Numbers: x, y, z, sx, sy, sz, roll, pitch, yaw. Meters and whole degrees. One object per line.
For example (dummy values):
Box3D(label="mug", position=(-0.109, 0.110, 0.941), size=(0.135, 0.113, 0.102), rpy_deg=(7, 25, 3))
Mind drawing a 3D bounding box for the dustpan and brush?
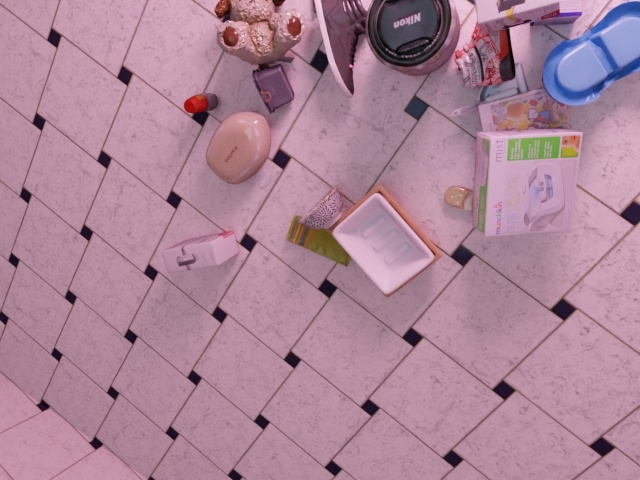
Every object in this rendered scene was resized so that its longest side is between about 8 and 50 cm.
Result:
Box3D(label="dustpan and brush", position=(0.468, -0.386, 1.316), size=(0.211, 0.060, 0.148), rpy_deg=(-17, 98, 22))

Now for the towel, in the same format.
Box3D(label="towel", position=(0.000, 0.000, 1.613), size=(0.237, 0.021, 0.102), rpy_deg=(24, 112, 12))

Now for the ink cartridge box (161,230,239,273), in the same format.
Box3D(label="ink cartridge box", position=(-0.428, 0.041, 1.700), size=(0.217, 0.158, 0.092), rpy_deg=(-8, 103, 22))

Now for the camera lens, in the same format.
Box3D(label="camera lens", position=(0.246, -0.547, 1.233), size=(0.219, 0.274, 0.220), rpy_deg=(5, 106, 18))

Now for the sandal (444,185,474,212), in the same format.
Box3D(label="sandal", position=(0.479, -0.103, 1.381), size=(0.239, 0.079, 0.088), rpy_deg=(14, 109, 16))

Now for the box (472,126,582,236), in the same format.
Box3D(label="box", position=(0.534, -0.157, 1.258), size=(0.230, 0.127, 0.262), rpy_deg=(-2, 108, 0))

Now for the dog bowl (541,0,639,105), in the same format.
Box3D(label="dog bowl", position=(0.692, -0.454, 1.182), size=(0.297, 0.074, 0.166), rpy_deg=(-32, 91, 11))

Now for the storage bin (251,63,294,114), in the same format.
Box3D(label="storage bin", position=(-0.143, -0.476, 1.477), size=(0.090, 0.098, 0.135), rpy_deg=(-19, 126, 14))

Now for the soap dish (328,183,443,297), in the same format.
Box3D(label="soap dish", position=(0.202, 0.000, 1.487), size=(0.229, 0.118, 0.291), rpy_deg=(-42, 88, 24))

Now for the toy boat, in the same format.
Box3D(label="toy boat", position=(-0.303, -0.361, 1.568), size=(0.318, 0.148, 0.267), rpy_deg=(47, 119, -6))

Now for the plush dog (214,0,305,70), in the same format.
Box3D(label="plush dog", position=(-0.192, -0.656, 1.437), size=(0.262, 0.210, 0.226), rpy_deg=(-13, 86, -6))

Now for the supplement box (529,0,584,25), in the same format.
Box3D(label="supplement box", position=(0.590, -0.658, 1.170), size=(0.113, 0.111, 0.220), rpy_deg=(4, 107, 18))

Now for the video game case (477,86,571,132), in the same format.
Box3D(label="video game case", position=(0.560, -0.296, 1.294), size=(0.226, 0.026, 0.207), rpy_deg=(-13, 107, 11))

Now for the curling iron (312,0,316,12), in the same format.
Box3D(label="curling iron", position=(0.000, -0.811, 1.378), size=(0.068, 0.035, 0.274), rpy_deg=(14, 109, 16))

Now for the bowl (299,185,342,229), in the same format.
Box3D(label="bowl", position=(0.017, -0.088, 1.508), size=(0.080, 0.170, 0.170), rpy_deg=(46, 114, -7))

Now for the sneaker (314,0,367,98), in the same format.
Box3D(label="sneaker", position=(0.090, -0.574, 1.377), size=(0.146, 0.104, 0.296), rpy_deg=(-13, 105, 14))

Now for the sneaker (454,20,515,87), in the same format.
Box3D(label="sneaker", position=(0.425, -0.545, 1.263), size=(0.144, 0.090, 0.271), rpy_deg=(-7, 90, 32))

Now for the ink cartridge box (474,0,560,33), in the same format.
Box3D(label="ink cartridge box", position=(0.463, -0.554, 1.117), size=(0.174, 0.127, 0.073), rpy_deg=(-5, 99, 28))
